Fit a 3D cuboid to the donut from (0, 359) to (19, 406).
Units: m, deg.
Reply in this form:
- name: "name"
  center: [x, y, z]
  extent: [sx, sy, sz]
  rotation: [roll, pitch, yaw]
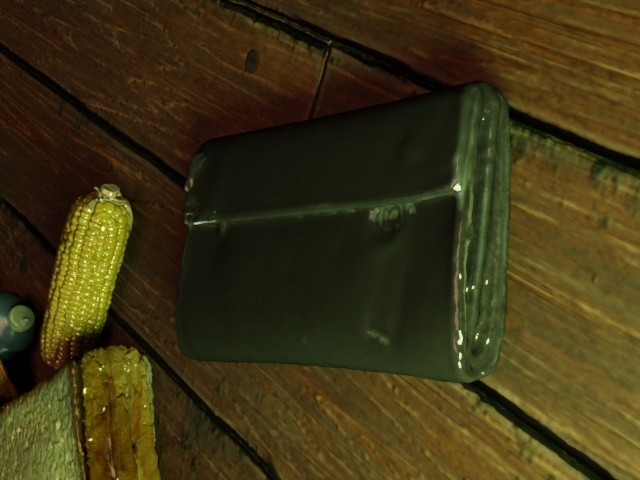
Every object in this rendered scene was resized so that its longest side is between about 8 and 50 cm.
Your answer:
- name: "donut"
  center: [-0.469, 0.227, 1.496]
  extent: [0.141, 0.085, 0.217]
  rotation: [-33, 80, 40]

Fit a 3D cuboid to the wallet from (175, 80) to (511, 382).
- name: "wallet"
  center: [-0.001, 0.000, 0.984]
  extent: [0.406, 0.062, 0.228]
  rotation: [-4, 82, 52]

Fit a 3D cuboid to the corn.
- name: "corn"
  center: [-0.279, 0.045, 1.328]
  extent: [0.080, 0.080, 0.238]
  rotation: [35, 111, 49]

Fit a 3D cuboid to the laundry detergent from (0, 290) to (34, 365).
- name: "laundry detergent"
  center: [-0.447, 0.129, 1.546]
  extent: [0.206, 0.061, 0.096]
  rotation: [-29, 64, 47]

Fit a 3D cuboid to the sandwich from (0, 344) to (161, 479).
- name: "sandwich"
  center: [-0.282, 0.274, 1.286]
  extent: [0.273, 0.095, 0.249]
  rotation: [-32, 60, 47]
